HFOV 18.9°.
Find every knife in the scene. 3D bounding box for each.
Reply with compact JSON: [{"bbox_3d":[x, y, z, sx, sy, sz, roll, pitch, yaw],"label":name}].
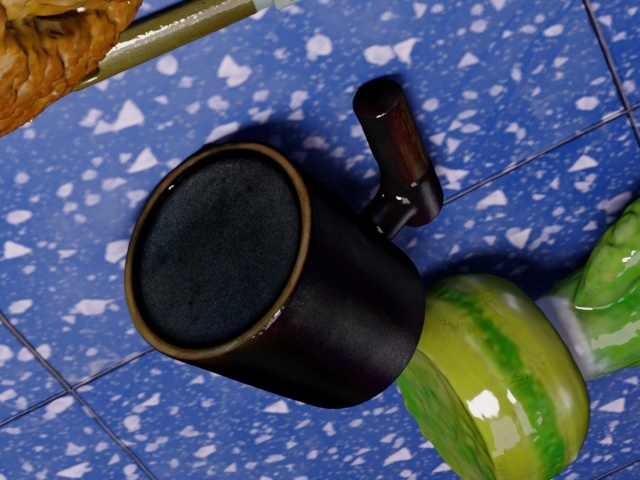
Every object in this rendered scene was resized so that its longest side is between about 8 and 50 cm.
[{"bbox_3d":[-0.021,-0.180,1.276,0.343,0.027,0.061,-22,136,0],"label":"knife"}]

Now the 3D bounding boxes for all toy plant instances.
[{"bbox_3d":[0.225,0.061,1.581,0.316,0.184,0.224,-30,148,-16],"label":"toy plant"}]

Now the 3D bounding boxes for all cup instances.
[{"bbox_3d":[0.003,0.015,1.403,0.239,0.166,0.177,-36,142,18],"label":"cup"}]

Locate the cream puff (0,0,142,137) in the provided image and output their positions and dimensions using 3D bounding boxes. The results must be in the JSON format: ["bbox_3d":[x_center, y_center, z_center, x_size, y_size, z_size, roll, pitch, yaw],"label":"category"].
[{"bbox_3d":[-0.216,-0.173,1.051,0.303,0.212,0.303,-13,135,-13],"label":"cream puff"}]
